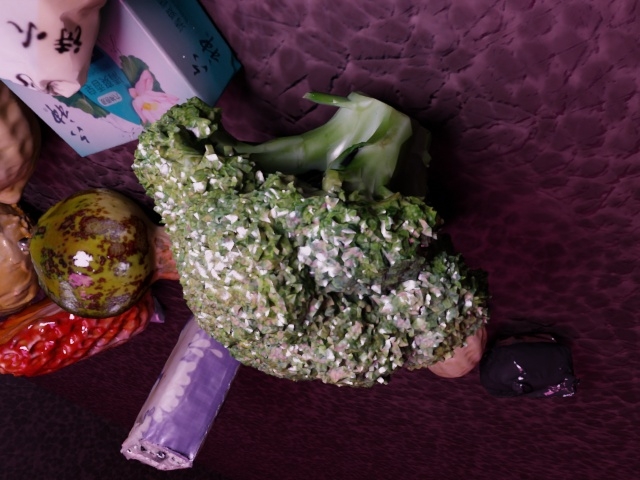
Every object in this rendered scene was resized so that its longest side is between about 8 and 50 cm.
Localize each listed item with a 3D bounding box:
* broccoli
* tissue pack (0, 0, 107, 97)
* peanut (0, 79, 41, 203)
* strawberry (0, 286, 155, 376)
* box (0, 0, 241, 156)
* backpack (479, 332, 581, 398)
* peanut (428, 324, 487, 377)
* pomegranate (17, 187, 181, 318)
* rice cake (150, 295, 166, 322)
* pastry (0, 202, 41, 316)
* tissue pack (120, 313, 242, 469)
[{"bbox_3d":[0.003,0.003,0.529,0.413,0.321,0.310,26,130,-27],"label":"broccoli"},{"bbox_3d":[-0.286,-0.317,0.304,0.375,0.195,0.390,19,128,-25],"label":"tissue pack"},{"bbox_3d":[-0.481,-0.181,0.646,0.192,0.169,0.387,31,148,11],"label":"peanut"},{"bbox_3d":[-0.492,0.180,1.011,0.265,0.336,0.149,-8,105,28],"label":"strawberry"},{"bbox_3d":[-0.234,-0.199,0.568,0.244,0.092,0.153,-8,137,33],"label":"box"},{"bbox_3d":[0.333,0.211,0.845,0.120,0.106,0.165,3,165,-13],"label":"backpack"},{"bbox_3d":[0.190,0.121,0.786,0.123,0.124,0.257,-4,135,30],"label":"peanut"},{"bbox_3d":[-0.327,0.009,0.828,0.276,0.222,0.204,-19,131,-2],"label":"pomegranate"},{"bbox_3d":[-0.475,0.165,1.230,0.226,0.040,0.085,-1,140,27],"label":"rice cake"},{"bbox_3d":[-0.645,0.005,0.961,0.315,0.184,0.285,-4,118,35],"label":"pastry"},{"bbox_3d":[-0.246,0.268,0.992,0.125,0.344,0.242,32,145,-13],"label":"tissue pack"}]
